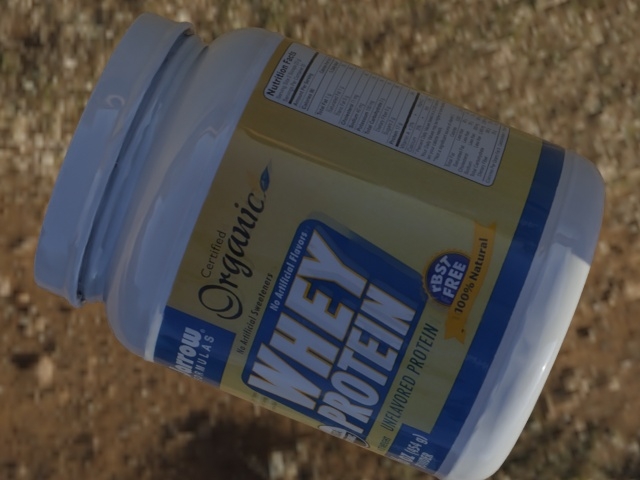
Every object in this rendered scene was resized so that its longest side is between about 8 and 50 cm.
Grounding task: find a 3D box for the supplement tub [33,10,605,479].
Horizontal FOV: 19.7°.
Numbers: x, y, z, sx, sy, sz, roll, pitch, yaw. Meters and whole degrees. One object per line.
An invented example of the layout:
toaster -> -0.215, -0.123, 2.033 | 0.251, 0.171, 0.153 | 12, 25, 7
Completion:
supplement tub -> 0.000, 0.000, 0.747 | 0.199, 0.144, 0.144 | 22, 128, 2
